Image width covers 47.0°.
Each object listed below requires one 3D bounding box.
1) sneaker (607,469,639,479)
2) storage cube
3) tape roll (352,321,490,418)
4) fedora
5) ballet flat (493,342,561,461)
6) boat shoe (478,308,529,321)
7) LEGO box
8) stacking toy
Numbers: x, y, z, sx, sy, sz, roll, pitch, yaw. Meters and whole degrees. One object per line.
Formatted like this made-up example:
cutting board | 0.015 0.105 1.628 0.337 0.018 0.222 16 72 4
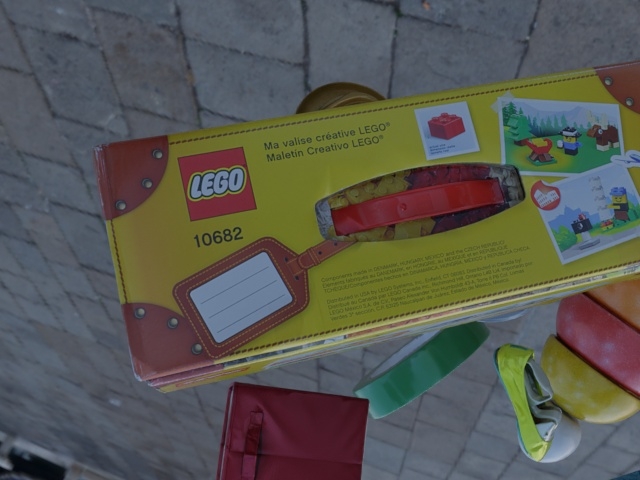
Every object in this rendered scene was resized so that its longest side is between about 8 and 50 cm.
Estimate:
sneaker | 0.572 0.475 1.190 0.318 0.127 0.208 -21 106 20
storage cube | -0.048 0.309 1.071 0.193 0.184 0.215 8 166 -7
tape roll | 0.218 0.261 1.600 0.077 0.321 0.321 53 148 7
fedora | 0.052 -0.198 1.260 0.194 0.194 0.079 25 165 -4
ballet flat | 0.361 0.276 1.238 0.077 0.077 0.231 -11 108 40
boat shoe | 0.232 0.082 1.348 0.302 0.109 0.094 7 -175 7
LEGO box | 0.052 0.008 0.771 0.499 0.193 0.372 -11 170 -13
stacking toy | 0.538 0.224 1.417 0.350 0.480 0.350 36 -170 -7
